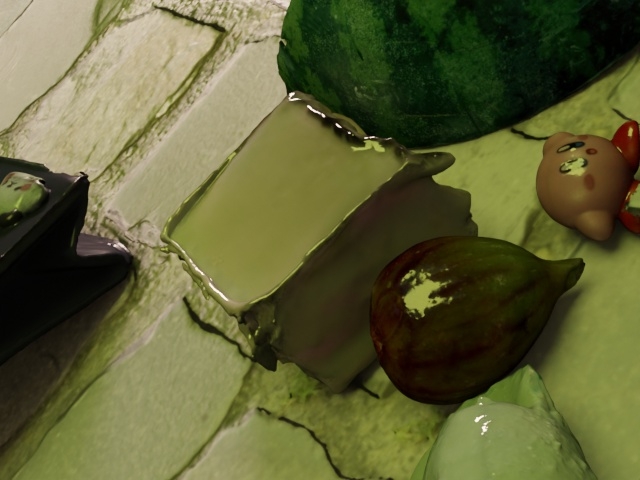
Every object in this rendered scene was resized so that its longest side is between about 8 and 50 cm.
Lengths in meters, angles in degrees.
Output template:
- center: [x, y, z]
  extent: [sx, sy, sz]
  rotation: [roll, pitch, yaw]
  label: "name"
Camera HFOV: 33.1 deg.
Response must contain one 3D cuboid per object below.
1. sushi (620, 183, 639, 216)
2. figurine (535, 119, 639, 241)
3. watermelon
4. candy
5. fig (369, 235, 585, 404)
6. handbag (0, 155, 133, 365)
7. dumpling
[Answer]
- center: [0.343, -0.059, 0.637]
  extent: [0.279, 0.043, 0.192]
  rotation: [26, 73, 41]
  label: "sushi"
- center: [0.187, -0.038, 0.756]
  extent: [0.071, 0.067, 0.083]
  rotation: [-4, 68, 7]
  label: "figurine"
- center: [0.102, -0.240, 0.895]
  extent: [0.292, 0.222, 0.319]
  rotation: [-47, 40, -12]
  label: "watermelon"
- center: [0.000, 0.000, 0.820]
  extent: [0.195, 0.137, 0.185]
  rotation: [-48, 39, -4]
  label: "candy"
- center: [0.109, 0.047, 0.729]
  extent: [0.154, 0.109, 0.103]
  rotation: [-13, 27, -8]
  label: "fig"
- center: [-0.388, 0.042, 1.039]
  extent: [0.303, 0.122, 0.329]
  rotation: [11, 41, 44]
  label: "handbag"
- center: [0.107, 0.174, 0.620]
  extent: [0.108, 0.153, 0.219]
  rotation: [17, 45, 1]
  label: "dumpling"
